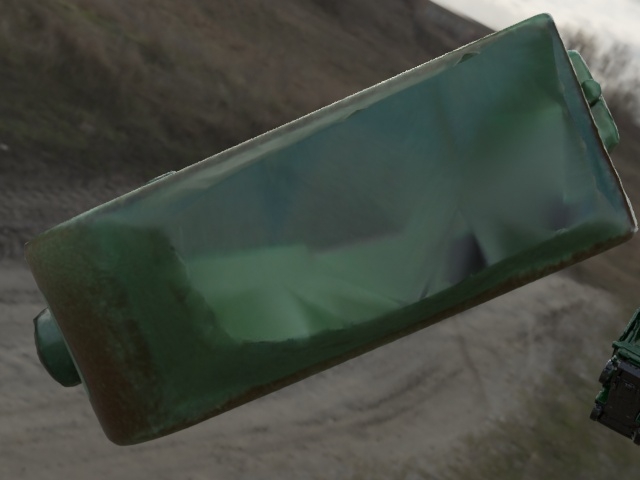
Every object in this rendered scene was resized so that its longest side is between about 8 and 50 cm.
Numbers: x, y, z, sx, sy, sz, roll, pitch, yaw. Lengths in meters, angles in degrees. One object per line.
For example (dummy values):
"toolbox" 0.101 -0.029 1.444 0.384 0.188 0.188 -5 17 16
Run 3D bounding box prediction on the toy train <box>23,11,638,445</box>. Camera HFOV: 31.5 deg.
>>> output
"toy train" 0.000 0.000 0.573 0.159 0.326 0.129 -40 108 -87

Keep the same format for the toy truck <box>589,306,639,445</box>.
"toy truck" 0.321 0.143 1.155 0.065 0.079 0.147 29 -28 21
